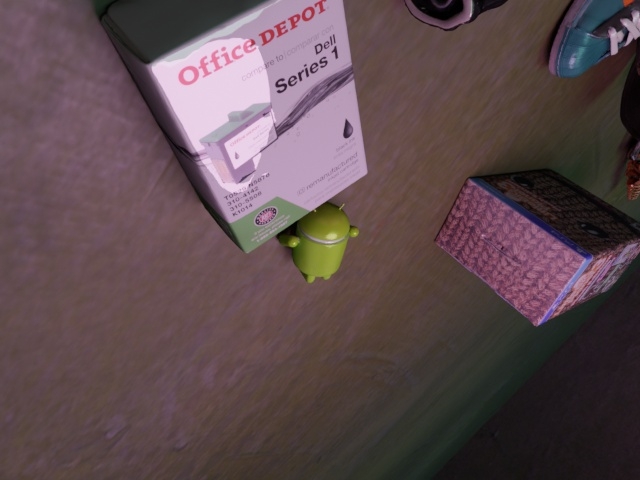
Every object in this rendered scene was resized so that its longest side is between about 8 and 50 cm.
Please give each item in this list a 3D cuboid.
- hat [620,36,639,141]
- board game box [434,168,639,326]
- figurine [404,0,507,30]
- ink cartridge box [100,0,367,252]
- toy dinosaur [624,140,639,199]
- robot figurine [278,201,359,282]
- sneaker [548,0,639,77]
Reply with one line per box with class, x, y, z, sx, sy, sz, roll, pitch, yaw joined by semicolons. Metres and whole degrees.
hat;0.577;-0.311;0.751;0.134;0.331;0.331;18;116;-23
board game box;0.404;-0.006;0.892;0.291;0.232;0.141;-11;134;-39
figurine;0.186;-0.333;0.463;0.210;0.092;0.214;-32;144;-30
ink cartridge box;-0.055;-0.116;0.432;0.160;0.092;0.219;-35;145;-13
toy dinosaur;0.830;-0.227;1.204;0.219;0.164;0.322;-19;165;-10
robot figurine;0.000;0.000;0.635;0.101;0.067;0.115;-9;134;-24
sneaker;0.459;-0.342;0.684;0.302;0.121;0.108;-49;145;8
